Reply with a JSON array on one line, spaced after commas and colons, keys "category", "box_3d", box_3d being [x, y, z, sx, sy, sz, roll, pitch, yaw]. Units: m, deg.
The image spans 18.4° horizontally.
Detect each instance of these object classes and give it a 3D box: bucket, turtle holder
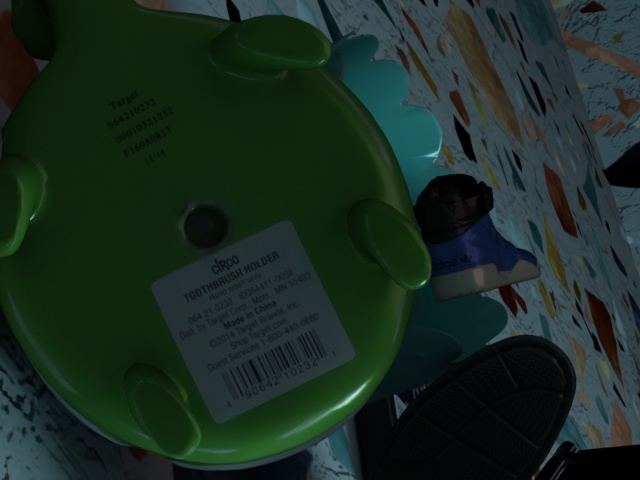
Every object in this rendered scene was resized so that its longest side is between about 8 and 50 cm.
[{"category": "bucket", "box_3d": [0.000, 0.000, 1.447, 0.281, 0.183, 0.281, 57, 19, -32]}, {"category": "turtle holder", "box_3d": [-0.095, -0.011, 1.157, 0.320, 0.243, 0.227, 34, -11, 2]}]

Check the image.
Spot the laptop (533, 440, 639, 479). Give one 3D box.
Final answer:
[{"category": "laptop", "box_3d": [0.204, 0.268, 1.259, 0.236, 0.408, 0.382, 28, 13, 12]}]

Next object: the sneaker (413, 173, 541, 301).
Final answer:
[{"category": "sneaker", "box_3d": [0.108, -0.007, 1.365, 0.152, 0.058, 0.085, -9, 85, -65]}]

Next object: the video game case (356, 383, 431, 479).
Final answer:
[{"category": "video game case", "box_3d": [0.094, 0.176, 1.764, 0.248, 0.035, 0.275, 50, 23, -44]}]

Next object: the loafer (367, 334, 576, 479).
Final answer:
[{"category": "loafer", "box_3d": [0.078, 0.169, 1.386, 0.096, 0.267, 0.084, 38, 9, 2]}]
